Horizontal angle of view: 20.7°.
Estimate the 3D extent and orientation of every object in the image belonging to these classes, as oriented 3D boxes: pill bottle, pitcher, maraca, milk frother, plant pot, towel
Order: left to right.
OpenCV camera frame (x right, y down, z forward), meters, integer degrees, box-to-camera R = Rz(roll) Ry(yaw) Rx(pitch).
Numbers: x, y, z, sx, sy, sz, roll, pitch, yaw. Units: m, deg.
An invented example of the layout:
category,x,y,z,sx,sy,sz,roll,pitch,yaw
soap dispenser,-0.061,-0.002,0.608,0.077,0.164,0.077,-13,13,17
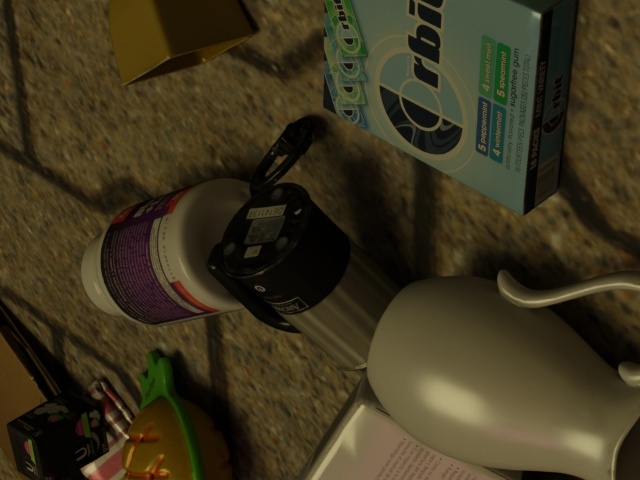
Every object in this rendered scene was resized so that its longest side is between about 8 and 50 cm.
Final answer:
category,x,y,z,sx,sy,sz,roll,pitch,yaw
towel,-0.201,0.245,1.818,0.197,0.029,0.144,54,145,6
plant pot,-0.115,-0.175,1.334,0.081,0.081,0.083,-19,92,55
maraca,-0.140,0.194,1.648,0.127,0.099,0.185,120,138,-50
pill bottle,-0.121,0.015,1.464,0.193,0.108,0.108,-14,105,54
milk frother,0.000,0.000,1.325,0.129,0.143,0.135,16,158,50
pitcher,0.145,0.080,1.195,0.207,0.125,0.177,23,113,26

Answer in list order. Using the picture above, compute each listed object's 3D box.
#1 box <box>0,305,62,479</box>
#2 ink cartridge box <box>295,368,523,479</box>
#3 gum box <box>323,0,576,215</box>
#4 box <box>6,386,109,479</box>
category,x,y,z,sx,sy,sz,roll,pitch,yaw
box,-0.333,0.173,1.914,0.164,0.021,0.201,50,148,25
ink cartridge box,0.078,0.276,1.352,0.261,0.066,0.296,30,117,-3
gum box,0.080,-0.124,1.163,0.184,0.041,0.157,30,138,33
box,-0.264,0.199,1.769,0.052,0.083,0.062,24,131,42
